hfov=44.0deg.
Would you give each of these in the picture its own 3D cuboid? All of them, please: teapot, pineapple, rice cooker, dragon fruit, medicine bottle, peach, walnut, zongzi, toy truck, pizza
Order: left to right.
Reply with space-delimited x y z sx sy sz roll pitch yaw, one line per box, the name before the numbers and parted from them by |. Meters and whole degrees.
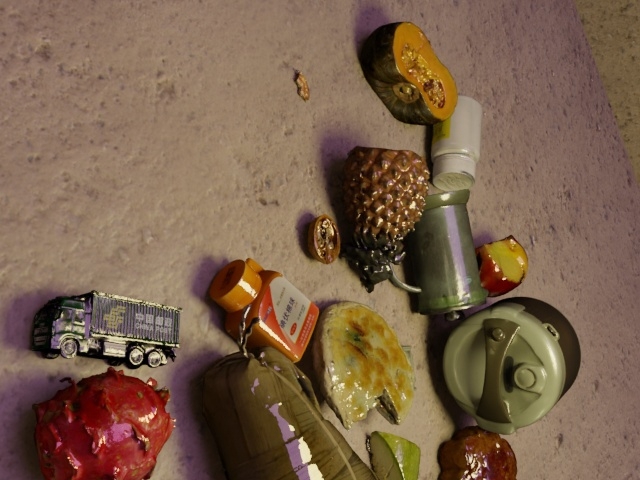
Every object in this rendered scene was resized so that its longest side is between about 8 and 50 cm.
toy truck | -0.378 0.162 1.416 0.259 0.088 0.121 17 68 -44
dragon fruit | -0.348 0.316 1.327 0.268 0.210 0.205 -26 115 -52
medicine bottle | -0.121 0.146 1.665 0.222 0.112 0.149 44 51 -29
zongzi | -0.053 0.380 1.673 0.500 0.218 0.467 68 18 8
pizza | -0.046 -0.383 1.964 0.037 0.016 0.083 -27 102 -48
walnut | 0.000 0.000 1.876 0.091 0.052 0.121 11 73 -46
pineapple | 0.142 -0.045 1.948 0.222 0.222 0.358 11 89 -44
teapot | 0.300 0.049 2.092 0.270 0.200 0.337 -10 87 -18
medicine bottle | 0.394 -0.280 2.299 0.143 0.143 0.258 27 60 -39
peach | 0.500 0.084 2.300 0.267 0.153 0.159 -16 81 -56
rice cooker | 0.499 0.321 2.088 0.325 0.335 0.335 -12 87 -60

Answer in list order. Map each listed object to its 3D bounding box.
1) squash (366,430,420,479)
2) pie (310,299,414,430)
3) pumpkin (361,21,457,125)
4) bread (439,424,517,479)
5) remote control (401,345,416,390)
squash | 0.169 0.596 1.854 0.169 0.093 0.252 38 54 -35
pie | 0.095 0.277 1.813 0.337 0.075 0.338 30 46 -37
pumpkin | 0.255 -0.472 2.212 0.317 0.139 0.222 45 53 -27
bread | 0.412 0.607 2.071 0.232 0.135 0.247 -9 85 -47
remote control | 0.141 0.323 1.947 0.285 0.038 0.124 1 79 -48
